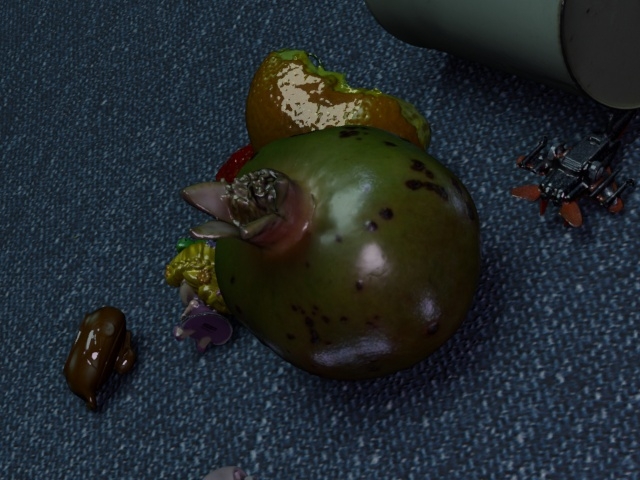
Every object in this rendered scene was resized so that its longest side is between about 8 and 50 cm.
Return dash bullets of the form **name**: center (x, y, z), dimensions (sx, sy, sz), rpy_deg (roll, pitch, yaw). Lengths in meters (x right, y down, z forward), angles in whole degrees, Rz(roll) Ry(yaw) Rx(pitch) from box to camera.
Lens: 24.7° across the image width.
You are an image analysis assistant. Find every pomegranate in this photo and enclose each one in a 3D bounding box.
- **pomegranate**: center (0.004, -0.014, 1.515), dimensions (0.291, 0.323, 0.290), rpy_deg (-31, 34, 24)

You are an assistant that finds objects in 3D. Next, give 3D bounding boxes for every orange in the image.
- **orange**: center (0.008, -0.120, 1.735), dimensions (0.237, 0.179, 0.158), rpy_deg (34, 80, 25)

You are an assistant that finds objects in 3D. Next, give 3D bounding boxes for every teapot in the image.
- **teapot**: center (-0.268, 0.145, 1.800), dimensions (0.098, 0.078, 0.129), rpy_deg (121, 170, -65)

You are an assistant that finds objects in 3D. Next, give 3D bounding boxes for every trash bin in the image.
- **trash bin**: center (0.236, -0.324, 1.699), dimensions (0.280, 0.280, 0.432), rpy_deg (-45, 37, -9)

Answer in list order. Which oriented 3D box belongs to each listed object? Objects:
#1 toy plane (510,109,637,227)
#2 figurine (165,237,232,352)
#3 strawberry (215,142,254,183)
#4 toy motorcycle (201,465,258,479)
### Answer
- **toy plane**: center (0.291, -0.093, 1.573), dimensions (0.130, 0.061, 0.189), rpy_deg (28, 66, 28)
- **figurine**: center (-0.127, 0.041, 1.763), dimensions (0.115, 0.095, 0.156), rpy_deg (-33, 38, 27)
- **strawberry**: center (-0.070, -0.094, 1.893), dimensions (0.187, 0.082, 0.146), rpy_deg (-18, 32, 33)
- **toy motorcycle**: center (-0.084, 0.313, 1.410), dimensions (0.112, 0.112, 0.254), rpy_deg (-30, 37, 11)
